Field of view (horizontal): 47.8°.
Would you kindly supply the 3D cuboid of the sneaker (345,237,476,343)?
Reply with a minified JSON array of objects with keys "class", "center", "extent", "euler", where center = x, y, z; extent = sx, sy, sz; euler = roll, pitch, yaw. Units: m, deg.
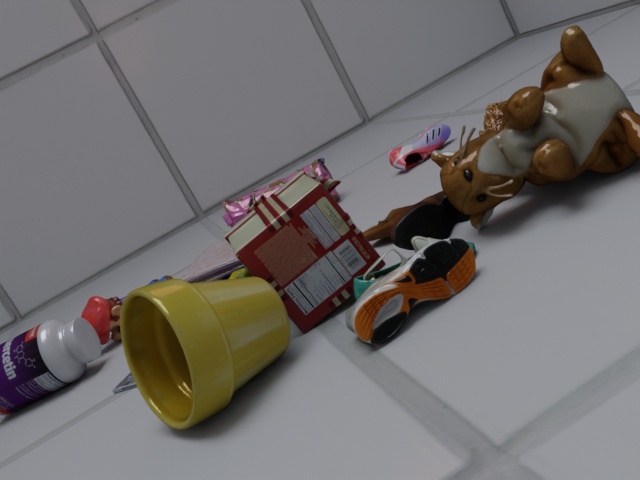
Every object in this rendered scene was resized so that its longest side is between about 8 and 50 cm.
[{"class":"sneaker","center":[0.147,0.077,1.255],"extent":[0.262,0.099,0.121],"euler":[-31,9,-16]}]

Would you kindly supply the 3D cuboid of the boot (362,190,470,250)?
[{"class":"boot","center":[0.176,-0.038,1.621],"extent":[0.264,0.096,0.280],"euler":[-38,16,-35]}]

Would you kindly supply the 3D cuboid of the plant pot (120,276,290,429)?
[{"class":"plant pot","center":[-0.195,0.176,1.302],"extent":[0.239,0.254,0.254],"euler":[-18,4,-39]}]

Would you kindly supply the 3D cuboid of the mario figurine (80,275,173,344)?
[{"class":"mario figurine","center":[-0.572,0.228,2.174],"extent":[0.321,0.170,0.198],"euler":[-27,-28,-45]}]

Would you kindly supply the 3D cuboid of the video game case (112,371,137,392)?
[{"class":"video game case","center":[-0.417,0.314,1.679],"extent":[0.122,0.011,0.087],"euler":[-20,16,30]}]

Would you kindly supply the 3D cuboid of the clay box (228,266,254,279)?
[{"class":"clay box","center":[-0.157,0.141,1.550],"extent":[0.053,0.127,0.222],"euler":[-24,14,15]}]

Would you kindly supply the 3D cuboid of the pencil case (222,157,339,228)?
[{"class":"pencil case","center":[-0.136,-0.134,2.430],"extent":[0.386,0.167,0.160],"euler":[-24,49,2]}]

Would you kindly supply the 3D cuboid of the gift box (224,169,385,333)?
[{"class":"gift box","center":[-0.020,0.010,1.514],"extent":[0.276,0.255,0.258],"euler":[-36,16,-5]}]

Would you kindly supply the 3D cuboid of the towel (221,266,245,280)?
[{"class":"towel","center":[-0.185,0.076,2.045],"extent":[0.243,0.040,0.336],"euler":[-23,14,17]}]

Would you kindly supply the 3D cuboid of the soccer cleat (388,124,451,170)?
[{"class":"soccer cleat","center":[0.335,-0.297,2.342],"extent":[0.248,0.083,0.095],"euler":[-28,42,-18]}]

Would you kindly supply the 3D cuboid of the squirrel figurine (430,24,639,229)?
[{"class":"squirrel figurine","center":[0.420,-0.183,1.450],"extent":[0.370,0.281,0.397],"euler":[-36,-3,14]}]

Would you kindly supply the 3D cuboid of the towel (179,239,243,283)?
[{"class":"towel","center":[-0.250,0.040,2.144],"extent":[0.317,0.053,0.332],"euler":[-22,13,13]}]

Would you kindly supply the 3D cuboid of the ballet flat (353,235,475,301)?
[{"class":"ballet flat","center":[0.170,0.043,1.343],"extent":[0.247,0.087,0.083],"euler":[-29,13,-2]}]

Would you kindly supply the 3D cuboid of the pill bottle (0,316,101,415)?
[{"class":"pill bottle","center":[-0.766,0.331,1.953],"extent":[0.323,0.181,0.181],"euler":[-27,13,7]}]
